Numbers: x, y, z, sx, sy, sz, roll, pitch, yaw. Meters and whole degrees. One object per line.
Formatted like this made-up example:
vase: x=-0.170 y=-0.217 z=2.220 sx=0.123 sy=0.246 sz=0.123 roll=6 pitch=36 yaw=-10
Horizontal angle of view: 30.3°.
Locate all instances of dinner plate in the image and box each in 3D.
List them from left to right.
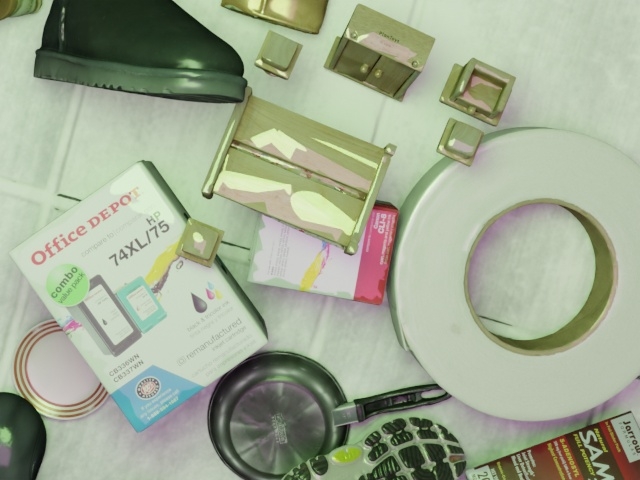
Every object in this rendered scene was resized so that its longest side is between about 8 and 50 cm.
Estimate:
dinner plate: x=-0.346 y=0.173 z=1.598 sx=0.141 sy=0.017 sz=0.141 roll=0 pitch=97 yaw=-1

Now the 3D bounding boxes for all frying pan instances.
frying pan: x=0.005 y=0.262 z=1.605 sx=0.326 sy=0.053 sz=0.197 roll=12 pitch=99 yaw=0

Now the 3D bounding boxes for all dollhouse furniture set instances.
dollhouse furniture set: x=0.029 y=-0.085 z=1.458 sx=0.303 sy=0.174 sz=0.356 roll=23 pitch=84 yaw=-3

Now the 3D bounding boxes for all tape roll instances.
tape roll: x=0.278 y=0.045 z=1.549 sx=0.391 sy=0.072 sz=0.392 roll=-1 pitch=99 yaw=-7

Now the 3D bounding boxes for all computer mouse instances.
computer mouse: x=-0.435 y=0.341 z=1.582 sx=0.188 sy=0.072 sz=0.272 roll=7 pitch=101 yaw=-1

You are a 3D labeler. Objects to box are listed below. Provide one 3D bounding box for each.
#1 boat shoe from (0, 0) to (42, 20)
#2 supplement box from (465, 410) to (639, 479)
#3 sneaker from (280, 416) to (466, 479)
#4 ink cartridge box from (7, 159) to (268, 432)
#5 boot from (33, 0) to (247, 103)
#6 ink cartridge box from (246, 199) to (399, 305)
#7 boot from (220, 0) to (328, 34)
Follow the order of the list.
boat shoe: x=-0.443 y=-0.414 z=1.495 sx=0.104 sy=0.089 sz=0.285 roll=-18 pitch=95 yaw=27
supplement box: x=0.329 y=0.333 z=1.578 sx=0.239 sy=0.073 sz=0.130 roll=-21 pitch=63 yaw=1
sneaker: x=0.059 y=0.316 z=1.588 sx=0.279 sy=0.118 sz=0.107 roll=-11 pitch=69 yaw=-20
ink cartridge box: x=-0.223 y=0.061 z=1.490 sx=0.198 sy=0.197 sz=0.270 roll=-35 pitch=96 yaw=-1
boot: x=-0.203 y=-0.396 z=1.384 sx=0.367 sy=0.146 sz=0.445 roll=14 pitch=98 yaw=42
ink cartridge box: x=0.000 y=0.000 z=1.527 sx=0.176 sy=0.128 sz=0.127 roll=10 pitch=97 yaw=-3
boot: x=-0.078 y=-0.422 z=1.493 sx=0.236 sy=0.089 sz=0.270 roll=16 pitch=98 yaw=-3
